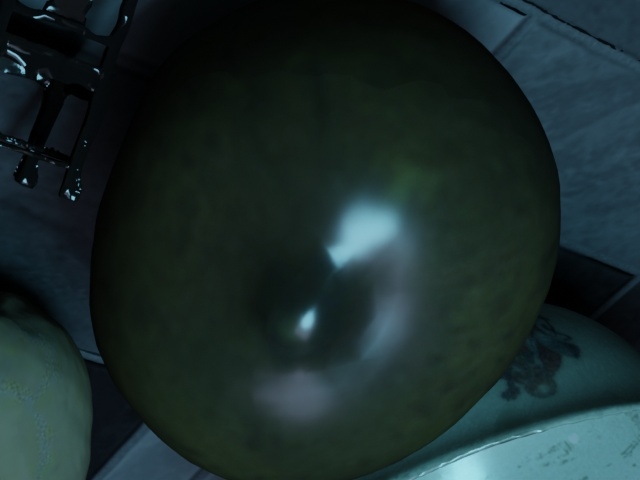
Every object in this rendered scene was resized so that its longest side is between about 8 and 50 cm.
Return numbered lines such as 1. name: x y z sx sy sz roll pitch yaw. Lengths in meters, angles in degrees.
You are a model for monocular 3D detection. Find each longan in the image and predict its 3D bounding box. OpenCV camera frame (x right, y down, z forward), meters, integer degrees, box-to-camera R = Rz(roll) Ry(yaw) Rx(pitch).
1. longan: 0.000 0.000 1.111 0.361 0.361 0.361 -8 138 -8

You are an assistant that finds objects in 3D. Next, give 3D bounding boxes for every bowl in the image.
1. bowl: 0.121 0.161 1.395 0.435 0.196 0.435 -15 156 -7

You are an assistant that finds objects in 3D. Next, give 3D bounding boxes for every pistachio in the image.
1. pistachio: -0.296 0.157 1.294 0.208 0.226 0.332 31 140 10

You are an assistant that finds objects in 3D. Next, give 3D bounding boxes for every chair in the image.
1. chair: -0.196 -0.152 1.090 0.106 0.113 0.229 19 90 -33
